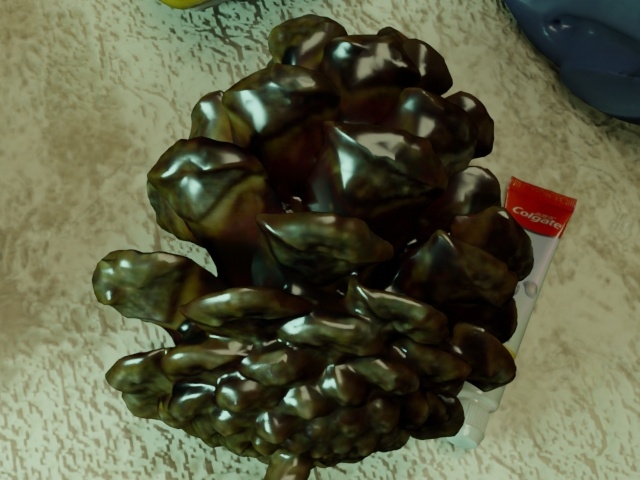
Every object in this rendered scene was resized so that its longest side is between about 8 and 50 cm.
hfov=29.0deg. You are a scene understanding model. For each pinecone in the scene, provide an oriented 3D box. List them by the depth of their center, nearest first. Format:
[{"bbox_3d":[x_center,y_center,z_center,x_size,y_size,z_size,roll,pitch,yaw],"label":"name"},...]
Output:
[{"bbox_3d":[0.000,0.000,0.695,0.244,0.244,0.309,9,53,-2],"label":"pinecone"}]

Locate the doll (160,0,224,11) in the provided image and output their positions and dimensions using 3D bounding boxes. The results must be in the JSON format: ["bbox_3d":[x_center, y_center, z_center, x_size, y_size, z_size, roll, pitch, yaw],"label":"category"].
[{"bbox_3d":[-0.076,-0.279,0.822,0.167,0.162,0.269,-22,81,-18],"label":"doll"}]

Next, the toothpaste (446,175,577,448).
[{"bbox_3d":[0.119,0.044,0.799,0.048,0.031,0.190,20,66,6],"label":"toothpaste"}]

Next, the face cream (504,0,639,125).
[{"bbox_3d":[0.247,-0.228,0.799,0.225,0.249,0.249,-36,77,-16],"label":"face cream"}]
